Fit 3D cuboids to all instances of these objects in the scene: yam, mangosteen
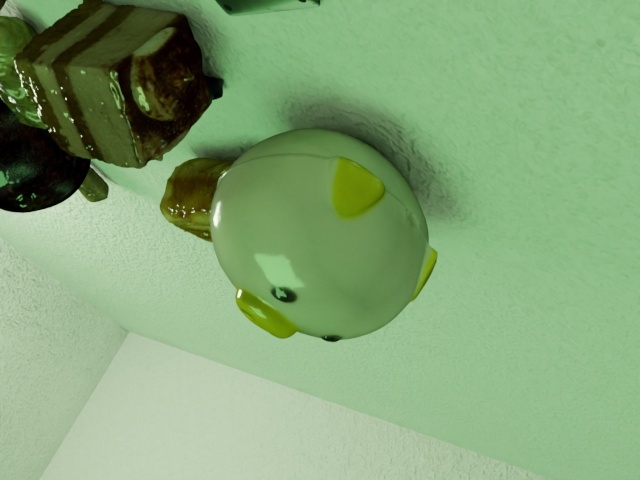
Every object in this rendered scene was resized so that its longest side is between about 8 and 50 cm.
[{"bbox_3d":[-0.642,-0.212,2.140,0.081,0.081,0.357,12,153,39],"label":"yam"},{"bbox_3d":[-0.639,-0.200,1.911,0.288,0.288,0.288,25,161,10],"label":"mangosteen"}]

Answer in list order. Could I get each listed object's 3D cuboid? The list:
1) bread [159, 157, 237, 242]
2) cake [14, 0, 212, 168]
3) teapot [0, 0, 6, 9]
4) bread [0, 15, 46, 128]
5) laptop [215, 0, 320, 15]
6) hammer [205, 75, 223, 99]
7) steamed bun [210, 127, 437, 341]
[{"bbox_3d":[-0.153,-0.076,1.699,0.195,0.149,0.344,30,164,-39],"label":"bread"},{"bbox_3d":[-0.290,-0.240,1.372,0.293,0.196,0.199,13,136,31],"label":"cake"},{"bbox_3d":[-0.526,-0.437,1.367,0.252,0.135,0.178,-18,102,42],"label":"teapot"},{"bbox_3d":[-0.563,-0.320,1.681,0.152,0.130,0.268,30,163,24],"label":"bread"},{"bbox_3d":[-0.133,-0.379,1.101,0.187,0.015,0.269,9,153,44],"label":"laptop"},{"bbox_3d":[-0.276,-0.271,1.539,0.290,0.037,0.137,15,156,36],"label":"hammer"},{"bbox_3d":[0.002,-0.006,1.413,0.334,0.334,0.374,11,157,41],"label":"steamed bun"}]
